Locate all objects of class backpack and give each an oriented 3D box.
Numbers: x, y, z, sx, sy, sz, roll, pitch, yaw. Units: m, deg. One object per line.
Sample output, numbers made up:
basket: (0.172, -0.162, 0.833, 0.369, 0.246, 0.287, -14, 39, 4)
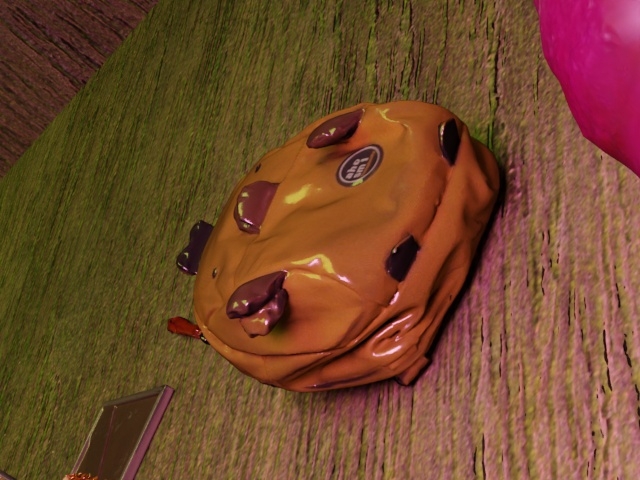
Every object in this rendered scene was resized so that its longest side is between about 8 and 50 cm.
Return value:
backpack: (0.005, 0.006, 1.645, 0.378, 0.201, 0.353, -18, 38, 45)

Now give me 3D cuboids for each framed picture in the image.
framed picture: (-0.307, 0.336, 2.097, 0.213, 0.016, 0.289, -22, 40, 56)

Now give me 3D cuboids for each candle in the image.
candle: (-0.179, 0.122, 2.125, 0.026, 0.021, 0.167, -60, 22, -10)

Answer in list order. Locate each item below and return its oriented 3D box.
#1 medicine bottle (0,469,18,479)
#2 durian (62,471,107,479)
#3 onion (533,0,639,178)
medicine bottle: (-0.442, 0.430, 2.025, 0.250, 0.137, 0.141, -57, 18, -11)
durian: (-0.296, 0.373, 1.871, 0.165, 0.132, 0.182, 170, 120, -76)
onion: (0.308, -0.122, 1.060, 0.420, 0.398, 0.398, 112, 174, -50)
